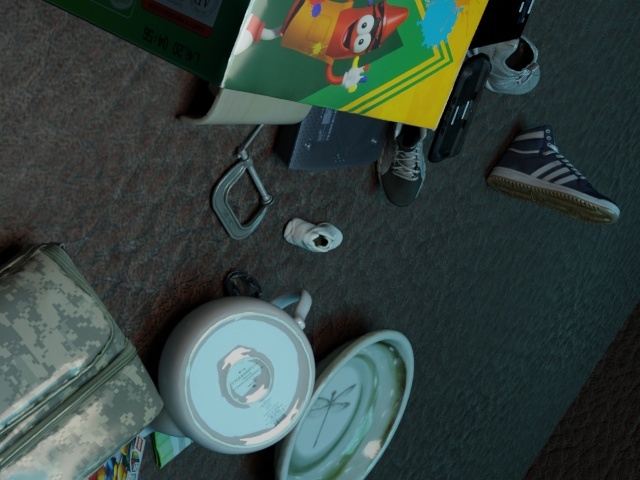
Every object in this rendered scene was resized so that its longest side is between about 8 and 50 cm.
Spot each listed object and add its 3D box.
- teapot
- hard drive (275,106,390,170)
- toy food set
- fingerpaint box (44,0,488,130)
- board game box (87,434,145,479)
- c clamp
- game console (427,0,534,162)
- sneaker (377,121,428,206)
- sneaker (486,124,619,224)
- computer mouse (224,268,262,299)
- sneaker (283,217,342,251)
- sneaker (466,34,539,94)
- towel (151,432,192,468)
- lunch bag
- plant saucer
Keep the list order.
[{"bbox_3d":[-0.139,0.193,1.740,0.256,0.187,0.253,5,92,-24],"label":"teapot"},{"bbox_3d":[0.030,-0.199,1.801,0.254,0.054,0.172,-11,123,-54],"label":"hard drive"},{"bbox_3d":[-0.066,-0.295,1.567,0.219,0.092,0.306,-7,128,-55],"label":"toy food set"},{"bbox_3d":[-0.118,-0.273,1.137,0.371,0.444,0.163,1,114,-57],"label":"fingerpaint box"},{"bbox_3d":[-0.330,0.383,1.582,0.193,0.053,0.305,62,30,-55],"label":"board game box"},{"bbox_3d":[-0.108,-0.078,1.721,0.137,0.022,0.161,-48,146,-23],"label":"c clamp"},{"bbox_3d":[0.251,-0.290,1.914,0.213,0.044,0.361,-20,136,-48],"label":"game console"},{"bbox_3d":[0.140,-0.150,1.932,0.132,0.086,0.229,-79,173,-68],"label":"sneaker"},{"bbox_3d":[0.500,-0.140,2.345,0.153,0.282,0.099,-60,153,-18],"label":"sneaker"},{"bbox_3d":[-0.116,0.130,1.869,0.071,0.041,0.242,-30,135,-17],"label":"computer mouse"},{"bbox_3d":[0.000,0.000,1.909,0.152,0.061,0.054,7,106,-59],"label":"sneaker"},{"bbox_3d":[0.361,-0.328,2.137,0.281,0.115,0.105,18,99,-59],"label":"sneaker"},{"bbox_3d":[-0.212,0.295,1.859,0.152,0.023,0.113,-38,141,-35],"label":"towel"},{"bbox_3d":[-0.376,0.174,1.342,0.305,0.212,0.256,-39,112,-35],"label":"lunch bag"},{"bbox_3d":[0.024,0.333,2.171,0.400,0.100,0.401,-35,140,-37],"label":"plant saucer"}]
